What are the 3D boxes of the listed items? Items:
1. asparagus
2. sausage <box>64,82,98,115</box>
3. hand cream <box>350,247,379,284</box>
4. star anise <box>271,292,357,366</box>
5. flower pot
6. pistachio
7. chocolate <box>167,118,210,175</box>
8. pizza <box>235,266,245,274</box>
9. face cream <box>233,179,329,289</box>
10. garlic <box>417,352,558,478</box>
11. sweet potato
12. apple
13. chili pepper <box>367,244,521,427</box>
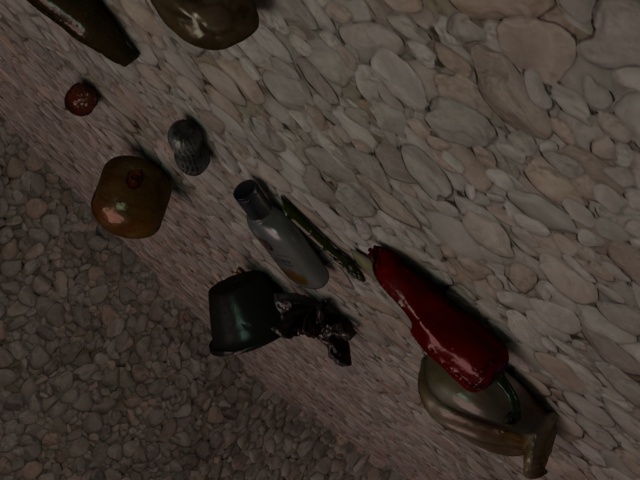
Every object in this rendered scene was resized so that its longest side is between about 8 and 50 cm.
[{"bbox_3d":[0.001,-0.001,1.733,0.236,0.027,0.034,43,175,-5],"label":"asparagus"},{"bbox_3d":[-0.568,-0.332,2.095,0.076,0.076,0.141,46,164,-18],"label":"sausage"},{"bbox_3d":[0.109,0.063,1.639,0.143,0.039,0.061,33,166,42],"label":"hand cream"},{"bbox_3d":[-0.015,0.207,2.183,0.212,0.129,0.282,32,178,-40],"label":"star anise"},{"bbox_3d":[-0.203,0.183,2.387,0.269,0.269,0.166,5,120,65],"label":"flower pot"},{"bbox_3d":[-0.157,-0.314,1.130,0.185,0.126,0.108,38,122,24],"label":"pistachio"},{"bbox_3d":[-0.265,-0.185,1.780,0.072,0.072,0.167,36,161,18],"label":"chocolate"},{"bbox_3d":[-0.224,0.111,2.568,0.083,0.025,0.078,45,162,-17],"label":"pizza"},{"bbox_3d":[-0.085,-0.011,1.825,0.144,0.071,0.291,26,158,43],"label":"face cream"},{"bbox_3d":[0.304,0.312,1.692,0.325,0.132,0.279,28,152,25],"label":"garlic"},{"bbox_3d":[-0.433,-0.415,1.562,0.285,0.085,0.112,37,-158,-25],"label":"sweet potato"},{"bbox_3d":[-0.478,-0.111,2.244,0.187,0.211,0.211,17,169,-13],"label":"apple"},{"bbox_3d":[0.216,0.153,1.513,0.387,0.110,0.110,45,165,5],"label":"chili pepper"}]
